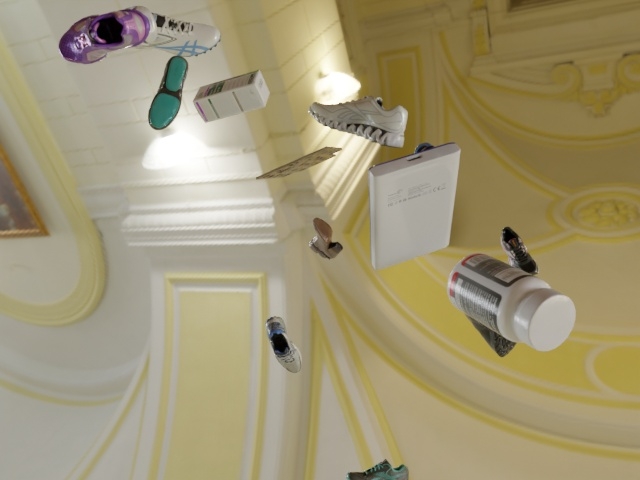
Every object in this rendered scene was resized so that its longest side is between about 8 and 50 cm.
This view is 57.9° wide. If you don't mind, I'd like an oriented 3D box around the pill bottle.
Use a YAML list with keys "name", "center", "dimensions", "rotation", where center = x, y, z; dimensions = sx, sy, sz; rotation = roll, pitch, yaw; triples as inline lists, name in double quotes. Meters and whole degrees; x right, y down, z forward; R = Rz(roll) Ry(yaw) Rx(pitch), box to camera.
- name: "pill bottle"
  center: [0.447, 0.144, 1.377]
  dimensions: [0.161, 0.161, 0.283]
  rotation: [-25, -155, -16]

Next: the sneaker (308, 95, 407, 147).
- name: "sneaker"
  center: [0.105, -0.341, 1.574]
  dimensions: [0.292, 0.118, 0.110]
  rotation: [21, -164, 23]

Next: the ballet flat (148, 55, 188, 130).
- name: "ballet flat"
  center: [-0.399, -0.382, 1.527]
  dimensions: [0.072, 0.213, 0.068]
  rotation: [19, 170, -17]

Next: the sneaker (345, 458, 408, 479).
- name: "sneaker"
  center: [0.144, 0.575, 1.423]
  dimensions: [0.167, 0.076, 0.065]
  rotation: [13, 171, -15]

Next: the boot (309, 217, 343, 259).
- name: "boot"
  center: [0.000, 0.000, 1.422]
  dimensions: [0.087, 0.118, 0.042]
  rotation: [-20, -157, 53]

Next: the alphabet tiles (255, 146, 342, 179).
- name: "alphabet tiles"
  center: [-0.041, -0.203, 1.513]
  dimensions: [0.198, 0.009, 0.237]
  rotation: [-22, -178, 17]

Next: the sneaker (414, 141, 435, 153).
- name: "sneaker"
  center: [0.288, -0.159, 1.494]
  dimensions: [0.067, 0.188, 0.078]
  rotation: [-23, -152, -20]

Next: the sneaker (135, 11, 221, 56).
- name: "sneaker"
  center: [-0.354, -0.488, 1.355]
  dimensions: [0.237, 0.086, 0.085]
  rotation: [2, -112, -3]

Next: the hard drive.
- name: "hard drive"
  center: [0.219, -0.073, 1.382]
  dimensions: [0.210, 0.318, 0.040]
  rotation: [-18, -131, -10]

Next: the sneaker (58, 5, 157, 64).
- name: "sneaker"
  center: [-0.468, -0.432, 1.221]
  dimensions: [0.237, 0.095, 0.104]
  rotation: [-9, -159, 21]

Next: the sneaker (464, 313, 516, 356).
- name: "sneaker"
  center: [0.519, 0.248, 1.787]
  dimensions: [0.109, 0.286, 0.130]
  rotation: [-42, -148, -9]

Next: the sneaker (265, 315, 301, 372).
- name: "sneaker"
  center: [-0.077, 0.223, 1.177]
  dimensions: [0.052, 0.135, 0.058]
  rotation: [-25, -157, 3]

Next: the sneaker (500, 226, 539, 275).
- name: "sneaker"
  center: [0.574, 0.032, 1.702]
  dimensions: [0.072, 0.077, 0.178]
  rotation: [-30, -133, 5]

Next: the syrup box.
- name: "syrup box"
  center: [-0.301, -0.485, 1.954]
  dimensions: [0.237, 0.096, 0.093]
  rotation: [-9, -138, 19]
